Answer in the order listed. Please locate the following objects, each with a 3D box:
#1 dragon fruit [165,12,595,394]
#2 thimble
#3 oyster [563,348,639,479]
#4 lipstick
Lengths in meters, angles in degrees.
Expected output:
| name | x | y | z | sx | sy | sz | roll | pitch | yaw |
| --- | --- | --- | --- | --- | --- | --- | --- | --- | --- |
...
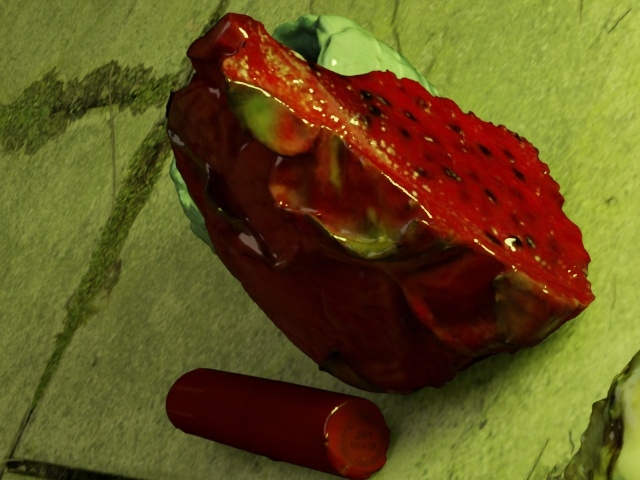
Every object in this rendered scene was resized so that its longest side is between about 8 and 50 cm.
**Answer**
| name | x | y | z | sx | sy | sz | roll | pitch | yaw |
| --- | --- | --- | --- | --- | --- | --- | --- | --- | --- |
| dragon fruit | 0.001 | 0.007 | 1.411 | 0.286 | 0.329 | 0.228 | -39 | 40 | 27 |
| thimble | -0.011 | -0.075 | 1.655 | 0.250 | 0.172 | 0.205 | -49 | 32 | 11 |
| oyster | 0.293 | 0.134 | 1.066 | 0.361 | 0.096 | 0.221 | -31 | 43 | 39 |
| lipstick | -0.042 | 0.154 | 1.581 | 0.279 | 0.073 | 0.073 | 4 | 65 | 59 |
